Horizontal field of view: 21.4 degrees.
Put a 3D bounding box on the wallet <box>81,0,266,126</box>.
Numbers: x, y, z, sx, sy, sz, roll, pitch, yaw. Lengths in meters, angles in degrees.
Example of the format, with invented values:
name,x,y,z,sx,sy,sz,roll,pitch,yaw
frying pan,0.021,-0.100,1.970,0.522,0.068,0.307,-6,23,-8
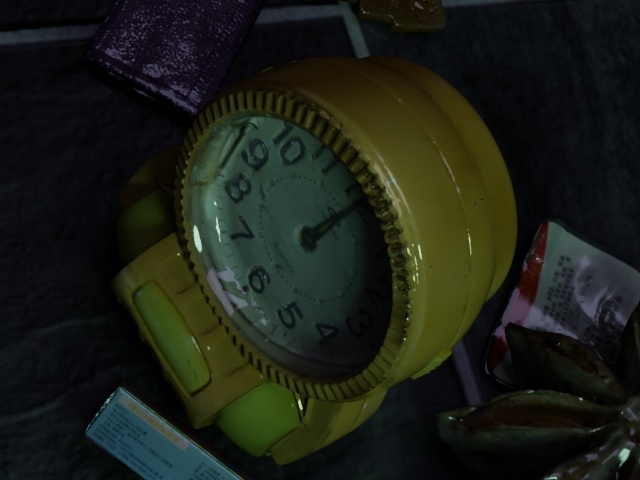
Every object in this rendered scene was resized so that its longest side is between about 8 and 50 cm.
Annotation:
name,x,y,z,sx,sy,sz,roll,pitch,yaw
wallet,-0.111,-0.181,1.376,0.111,0.030,0.166,31,60,-11

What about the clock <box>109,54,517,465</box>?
name,x,y,z,sx,sy,sz,roll,pitch,yaw
clock,0.000,0.000,1.187,0.200,0.317,0.244,-30,83,-38

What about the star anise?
name,x,y,z,sx,sy,sz,roll,pitch,yaw
star anise,0.247,0.170,1.280,0.332,0.117,0.331,-6,43,6

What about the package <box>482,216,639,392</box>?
name,x,y,z,sx,sy,sz,roll,pitch,yaw
package,0.257,0.097,1.428,0.232,0.040,0.166,27,65,-5

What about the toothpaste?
name,x,y,z,sx,sy,sz,roll,pitch,yaw
toothpaste,-0.082,0.175,1.231,0.193,0.070,0.044,38,88,-6

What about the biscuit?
name,x,y,z,sx,sy,sz,roll,pitch,yaw
biscuit,0.056,-0.225,1.480,0.130,0.019,0.119,43,57,-2
